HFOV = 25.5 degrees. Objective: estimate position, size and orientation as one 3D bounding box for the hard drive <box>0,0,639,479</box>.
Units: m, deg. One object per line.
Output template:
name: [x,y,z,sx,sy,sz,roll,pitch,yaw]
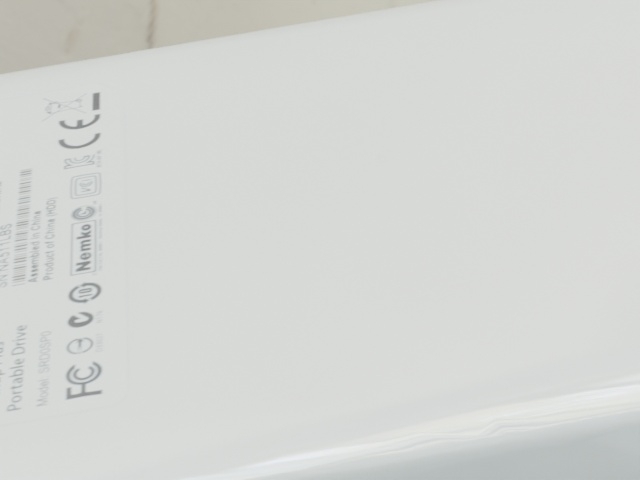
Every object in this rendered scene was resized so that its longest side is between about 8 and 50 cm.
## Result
hard drive: [0.000,0.000,0.399,0.210,0.319,0.040,-102,2,-54]
